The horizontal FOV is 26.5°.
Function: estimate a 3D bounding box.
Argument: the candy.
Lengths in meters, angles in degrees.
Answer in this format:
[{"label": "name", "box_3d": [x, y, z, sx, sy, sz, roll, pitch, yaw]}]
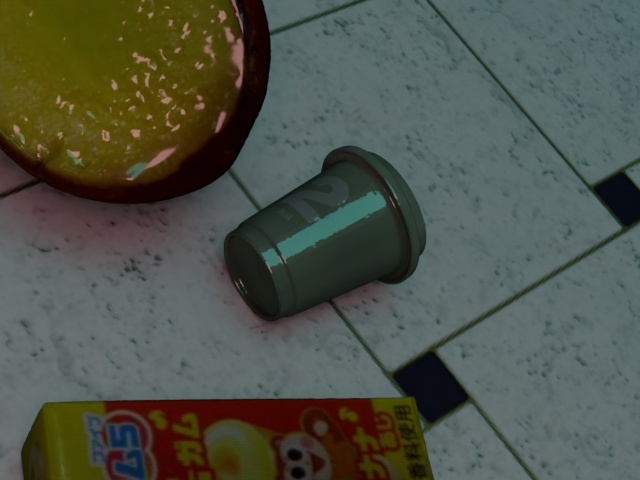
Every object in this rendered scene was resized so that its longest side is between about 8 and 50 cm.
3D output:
[{"label": "candy", "box_3d": [-0.056, 0.184, 0.923, 0.276, 0.088, 0.146, 3, 57, -23]}]

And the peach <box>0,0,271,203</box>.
[{"label": "peach", "box_3d": [-0.144, -0.159, 1.028, 0.245, 0.248, 0.275, -18, 77, -57]}]

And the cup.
[{"label": "cup", "box_3d": [0.000, 0.000, 1.074, 0.141, 0.120, 0.120, -28, 71, -22]}]
